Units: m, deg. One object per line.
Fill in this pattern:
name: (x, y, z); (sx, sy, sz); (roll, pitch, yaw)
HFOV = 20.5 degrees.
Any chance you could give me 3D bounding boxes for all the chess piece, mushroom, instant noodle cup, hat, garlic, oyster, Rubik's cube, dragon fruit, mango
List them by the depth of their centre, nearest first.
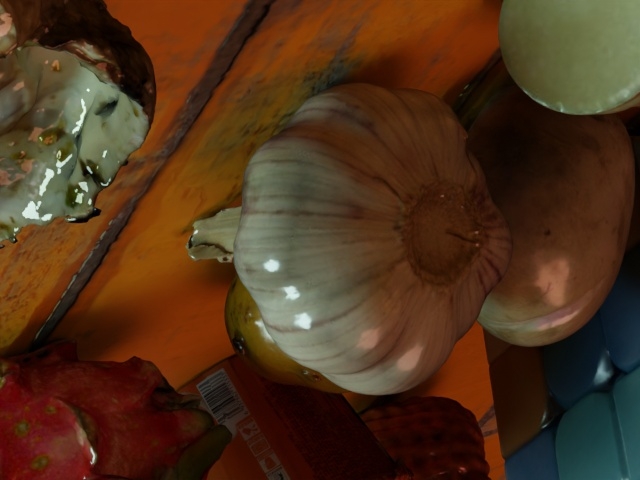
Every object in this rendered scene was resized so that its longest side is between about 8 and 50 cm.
oyster: (-0.200, -0.083, 1.097); (0.166, 0.094, 0.294); (5, 152, -29)
garlic: (0.000, 0.000, 1.413); (0.253, 0.245, 0.245); (-2, 180, 38)
chess piece: (0.261, -0.167, 1.467); (0.144, 0.144, 0.251); (-41, 162, 22)
dragon fruit: (-0.224, 0.210, 1.497); (0.302, 0.231, 0.237); (-32, 150, -31)
mushroom: (0.188, -0.024, 1.583); (0.184, 0.255, 0.255); (1, 161, 9)
mango: (0.013, 0.046, 1.586); (0.236, 0.136, 0.166); (-24, -168, -41)
instant noodle cup: (-0.051, 0.235, 1.833); (0.250, 0.192, 0.250); (-27, 159, -11)
Rubik's cube: (0.404, 0.131, 1.849); (0.346, 0.347, 0.344); (7, 149, -22)
hat: (0.017, 0.326, 2.176); (0.400, 0.285, 0.285); (-2, 156, -1)

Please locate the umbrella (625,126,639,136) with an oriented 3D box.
umbrella: (0.377, -0.103, 1.850); (0.248, 0.071, 0.071); (2, 142, -41)
